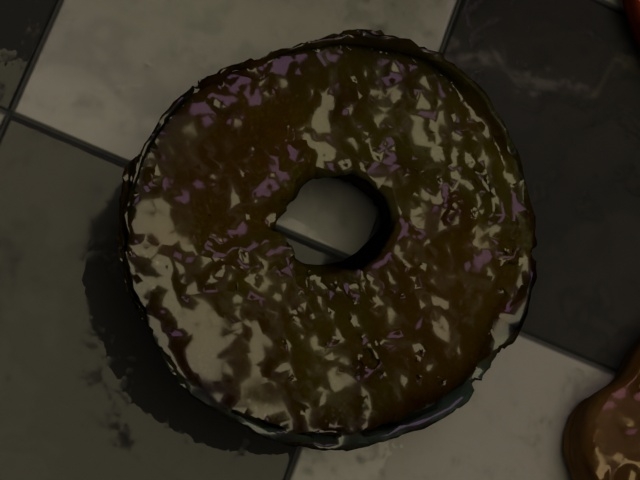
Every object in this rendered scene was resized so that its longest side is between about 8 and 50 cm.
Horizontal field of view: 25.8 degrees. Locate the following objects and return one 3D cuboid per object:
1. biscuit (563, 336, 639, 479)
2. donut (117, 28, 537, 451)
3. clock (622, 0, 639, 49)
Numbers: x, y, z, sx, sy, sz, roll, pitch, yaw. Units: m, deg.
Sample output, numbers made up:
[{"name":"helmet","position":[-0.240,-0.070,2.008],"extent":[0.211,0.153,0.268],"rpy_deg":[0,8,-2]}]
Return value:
[{"name":"biscuit","position":[0.313,0.193,0.920],"extent":[0.312,0.057,0.351],"rpy_deg":[8,69,-1]},{"name":"donut","position":[0.000,0.000,0.874],"extent":[0.272,0.107,0.272],"rpy_deg":[3,82,-20]},{"name":"clock","position":[0.315,-0.184,1.014],"extent":[0.205,0.051,0.205],"rpy_deg":[2,81,-14]}]
